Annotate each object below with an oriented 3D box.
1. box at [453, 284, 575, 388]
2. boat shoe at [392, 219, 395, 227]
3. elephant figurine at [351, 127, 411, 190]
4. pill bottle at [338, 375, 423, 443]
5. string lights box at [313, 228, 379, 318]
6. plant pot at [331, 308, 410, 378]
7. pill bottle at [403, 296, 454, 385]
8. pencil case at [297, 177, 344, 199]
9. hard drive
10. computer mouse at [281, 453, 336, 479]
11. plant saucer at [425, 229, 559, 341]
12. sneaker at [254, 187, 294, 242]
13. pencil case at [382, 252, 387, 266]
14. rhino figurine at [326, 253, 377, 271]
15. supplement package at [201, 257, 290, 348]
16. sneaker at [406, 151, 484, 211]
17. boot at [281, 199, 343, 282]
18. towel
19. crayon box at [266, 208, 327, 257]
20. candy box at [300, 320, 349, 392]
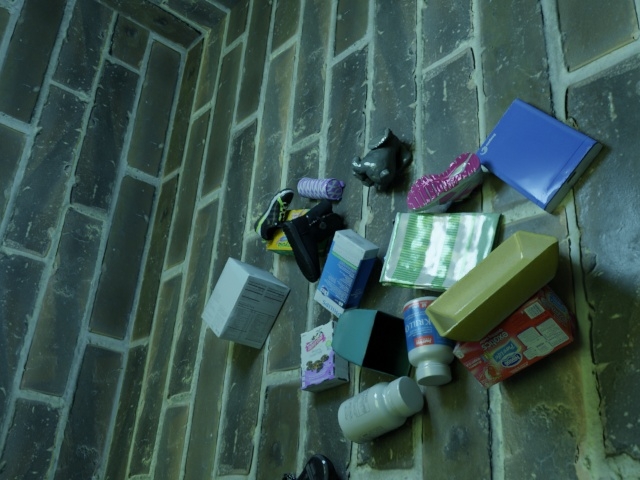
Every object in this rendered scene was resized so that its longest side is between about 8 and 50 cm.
[{"bbox_3d":[0.459,0.224,1.516,0.257,0.128,0.122,-41,1,31],"label":"box"},{"bbox_3d":[0.270,-0.020,2.004,0.049,0.040,0.142,-55,37,15],"label":"boat shoe"},{"bbox_3d":[0.217,-0.302,2.149,0.186,0.169,0.239,25,75,26],"label":"elephant figurine"},{"bbox_3d":[0.170,0.470,1.783,0.229,0.131,0.131,-38,45,34],"label":"pill bottle"},{"bbox_3d":[0.080,0.109,2.053,0.133,0.077,0.259,35,119,34],"label":"string lights box"},{"bbox_3d":[0.144,0.297,1.897,0.234,0.166,0.165,-1,70,60],"label":"plant pot"},{"bbox_3d":[0.297,0.276,1.735,0.124,0.124,0.221,-33,47,38],"label":"pill bottle"},{"bbox_3d":[-0.002,-0.201,2.421,0.088,0.086,0.206,-42,29,-26],"label":"pencil case"},{"bbox_3d":[0.576,-0.238,1.730,0.210,0.040,0.318,-56,37,15],"label":"hard drive"},{"bbox_3d":[-0.021,0.745,1.941,0.272,0.072,0.188,-57,37,34],"label":"computer mouse"},{"bbox_3d":[0.420,0.119,1.545,0.333,0.081,0.333,-41,2,5],"label":"plant saucer"},{"bbox_3d":[-0.159,-0.091,2.448,0.097,0.084,0.234,48,112,28],"label":"sneaker"},{"bbox_3d":[0.262,0.065,1.947,0.064,0.070,0.152,-45,24,-30],"label":"pencil case"},{"bbox_3d":[0.103,0.084,2.134,0.243,0.073,0.106,-18,63,44],"label":"rhino figurine"},{"bbox_3d":[-0.289,0.240,2.446,0.199,0.198,0.262,32,98,55],"label":"supplement package"},{"bbox_3d":[0.374,-0.149,1.871,0.252,0.111,0.102,-28,51,26],"label":"sneaker"},{"bbox_3d":[0.000,0.000,2.251,0.094,0.207,0.246,-9,107,64],"label":"boot"},{"bbox_3d":[0.336,0.030,1.818,0.325,0.038,0.247,3,69,37],"label":"towel"},{"bbox_3d":[-0.081,-0.028,2.426,0.279,0.081,0.165,1,71,53],"label":"crayon box"},{"bbox_3d":[0.012,0.382,2.088,0.165,0.070,0.196,-30,50,40],"label":"candy box"}]
